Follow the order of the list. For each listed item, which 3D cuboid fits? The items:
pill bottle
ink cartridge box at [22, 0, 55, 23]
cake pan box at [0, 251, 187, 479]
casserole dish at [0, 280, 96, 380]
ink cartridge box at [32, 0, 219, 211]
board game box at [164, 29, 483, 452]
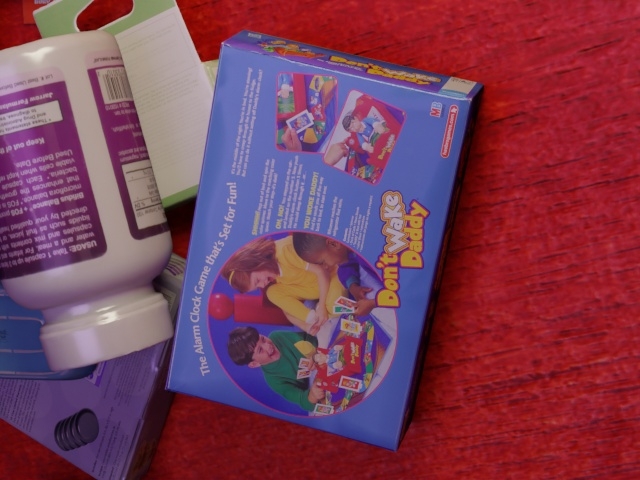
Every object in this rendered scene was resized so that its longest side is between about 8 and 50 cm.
[{"bbox_3d":[-0.238,-0.036,1.611,0.169,0.169,0.301,-13,93,30],"label":"pill bottle"},{"bbox_3d":[-0.292,-0.278,1.729,0.063,0.029,0.115,2,103,27],"label":"ink cartridge box"},{"bbox_3d":[-0.258,0.092,1.778,0.246,0.070,0.267,26,113,19],"label":"cake pan box"},{"bbox_3d":[-0.311,0.093,1.749,0.188,0.037,0.114,0,101,30],"label":"casserole dish"},{"bbox_3d":[-0.170,-0.149,1.680,0.171,0.056,0.235,-21,90,30],"label":"ink cartridge box"},{"bbox_3d":[0.000,0.000,1.579,0.233,0.078,0.347,14,109,10],"label":"board game box"}]
